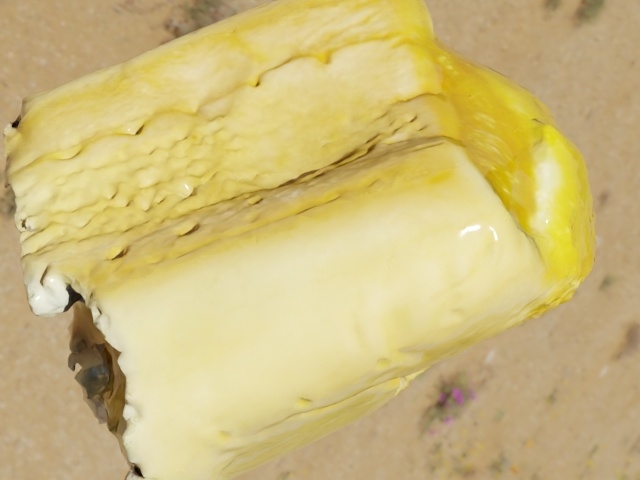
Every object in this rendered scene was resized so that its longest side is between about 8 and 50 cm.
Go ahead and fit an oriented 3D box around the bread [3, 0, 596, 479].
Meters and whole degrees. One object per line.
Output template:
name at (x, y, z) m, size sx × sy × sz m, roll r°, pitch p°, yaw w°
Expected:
bread at (0.000, 0.000, 0.997) m, size 0.394 × 0.361 × 0.250 m, roll -22°, pitch 135°, yaw -3°
